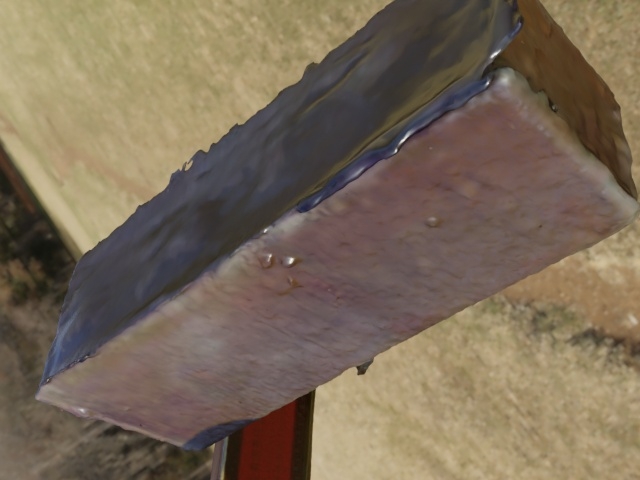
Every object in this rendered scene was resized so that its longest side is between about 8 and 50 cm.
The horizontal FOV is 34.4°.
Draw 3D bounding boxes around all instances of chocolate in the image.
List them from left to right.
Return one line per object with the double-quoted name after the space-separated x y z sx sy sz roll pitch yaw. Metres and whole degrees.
0.000 0.000 0.488 0.112 0.321 0.112 34 -139 -28 "chocolate"

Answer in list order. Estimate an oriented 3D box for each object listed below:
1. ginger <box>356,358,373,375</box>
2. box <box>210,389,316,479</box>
0.097 -0.009 0.798 0.122 0.290 0.084 17 137 52 "ginger"
-0.052 0.222 0.746 0.153 0.074 0.240 114 163 -53 "box"
